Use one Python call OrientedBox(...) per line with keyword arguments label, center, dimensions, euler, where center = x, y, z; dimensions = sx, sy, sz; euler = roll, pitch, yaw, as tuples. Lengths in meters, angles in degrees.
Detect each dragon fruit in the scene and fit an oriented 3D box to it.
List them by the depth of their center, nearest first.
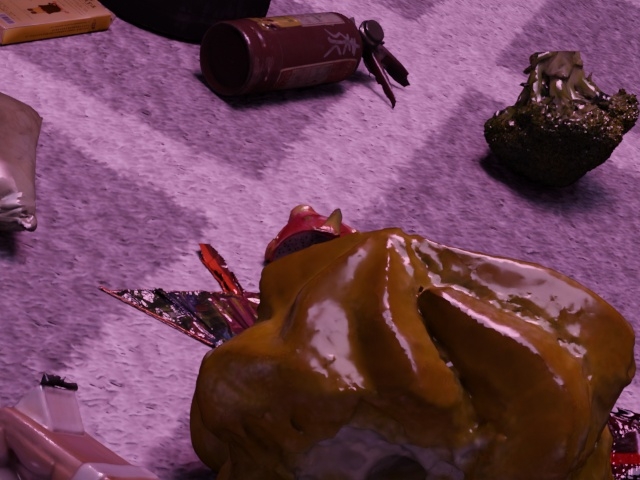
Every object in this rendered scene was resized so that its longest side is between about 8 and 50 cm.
OrientedBox(label="dragon fruit", center=(0.000, 0.000, 1.580), dimensions=(0.083, 0.060, 0.056), euler=(19, 33, -3))

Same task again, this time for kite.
OrientedBox(label="kite", center=(-0.060, 0.058, 1.492), dimensions=(0.232, 0.009, 0.189), euler=(1, 36, -34))

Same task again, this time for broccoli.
OrientedBox(label="broccoli", center=(0.243, -0.123, 1.879), dimensions=(0.146, 0.138, 0.162), euler=(2, 7, 39))

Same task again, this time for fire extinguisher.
OrientedBox(label="fire extinguisher", center=(-0.007, -0.176, 1.874), dimensions=(0.075, 0.106, 0.252), euler=(-3, 6, 42))

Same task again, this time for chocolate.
OrientedBox(label="chocolate", center=(0.300, 0.186, 1.521), dimensions=(0.182, 0.028, 0.086), euler=(16, 38, -11))

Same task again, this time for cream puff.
OrientedBox(label="cream puff", center=(0.084, 0.110, 1.258), dimensions=(0.323, 0.270, 0.274), euler=(24, 24, -3))

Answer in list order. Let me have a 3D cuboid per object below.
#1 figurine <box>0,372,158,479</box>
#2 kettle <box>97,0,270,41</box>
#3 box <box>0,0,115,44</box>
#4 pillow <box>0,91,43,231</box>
OrientedBox(label="figurine", center=(-0.130, 0.200, 1.100), dimensions=(0.237, 0.141, 0.162), euler=(42, 0, 14))
OrientedBox(label="kettle", center=(-0.134, -0.368, 1.855), dimensions=(0.268, 0.290, 0.207), euler=(-9, 44, -42))
OrientedBox(label="box", center=(-0.274, -0.222, 1.789), dimensions=(0.073, 0.020, 0.149), euler=(39, 33, 27))
OrientedBox(label="pillow", center=(-0.367, -0.098, 1.467), dimensions=(0.302, 0.075, 0.185), euler=(17, 32, -17))
